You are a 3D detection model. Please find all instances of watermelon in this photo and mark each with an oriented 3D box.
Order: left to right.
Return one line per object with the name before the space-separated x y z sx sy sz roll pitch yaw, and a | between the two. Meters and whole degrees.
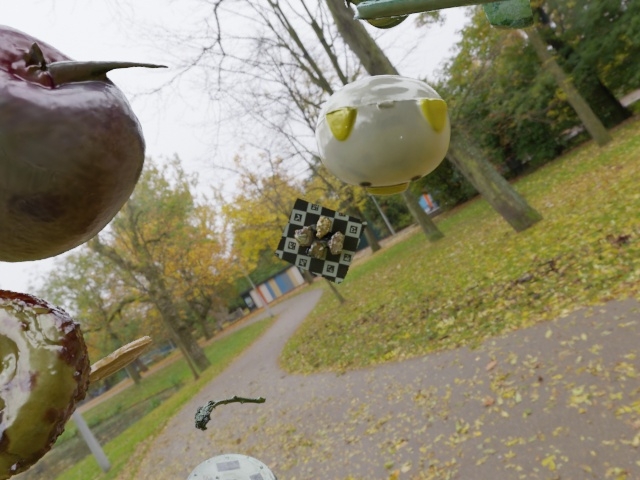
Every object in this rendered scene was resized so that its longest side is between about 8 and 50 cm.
watermelon | 0.384 -0.517 0.970 0.097 0.121 0.158 -9 39 32

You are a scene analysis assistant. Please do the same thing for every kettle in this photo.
kettle | -0.143 0.541 0.850 0.210 0.243 0.160 0 16 -22

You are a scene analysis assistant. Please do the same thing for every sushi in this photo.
sushi | 0.000 0.000 1.268 0.040 0.210 0.193 -126 57 -88

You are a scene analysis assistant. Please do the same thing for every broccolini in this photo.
broccolini | -0.201 0.363 1.025 0.194 0.052 0.054 -5 -38 -48

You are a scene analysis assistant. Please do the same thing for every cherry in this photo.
cherry | -0.283 -0.093 0.446 0.266 0.213 0.183 -56 7 17

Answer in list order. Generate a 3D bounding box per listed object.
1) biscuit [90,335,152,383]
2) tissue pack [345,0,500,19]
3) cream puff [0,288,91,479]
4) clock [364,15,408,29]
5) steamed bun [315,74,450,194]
biscuit | -0.560 0.334 1.262 0.220 0.029 0.142 -32 -12 -25
tissue pack | 0.229 -0.346 0.433 0.387 0.162 0.287 2 46 21
cream puff | -0.249 0.114 0.366 0.149 0.149 0.084 -29 -20 -4
clock | 0.191 -0.695 1.249 0.234 0.029 0.235 -25 -40 -23
steamed bun | 0.173 -0.298 1.300 0.373 0.334 0.334 -9 -1 3
